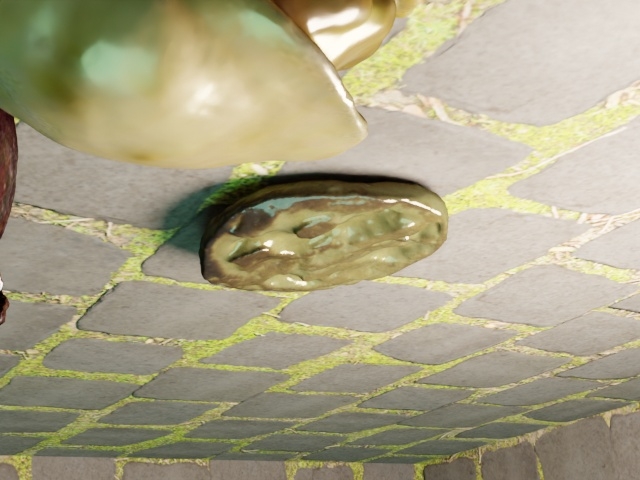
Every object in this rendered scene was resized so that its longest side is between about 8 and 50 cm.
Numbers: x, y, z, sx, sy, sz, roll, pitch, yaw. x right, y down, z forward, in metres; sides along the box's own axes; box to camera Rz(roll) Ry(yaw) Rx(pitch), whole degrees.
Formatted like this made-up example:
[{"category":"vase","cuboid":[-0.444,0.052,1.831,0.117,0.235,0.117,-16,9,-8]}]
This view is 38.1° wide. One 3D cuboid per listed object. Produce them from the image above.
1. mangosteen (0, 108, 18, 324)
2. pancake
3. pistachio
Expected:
[{"category":"mangosteen","cuboid":[-0.336,-0.037,0.583,0.297,0.293,0.297,-23,174,-3]},{"category":"pancake","cuboid":[0.000,0.000,1.075,0.295,0.049,0.294,-8,158,-3]},{"category":"pistachio","cuboid":[-0.070,-0.148,0.484,0.238,0.229,0.321,31,-174,33]}]
